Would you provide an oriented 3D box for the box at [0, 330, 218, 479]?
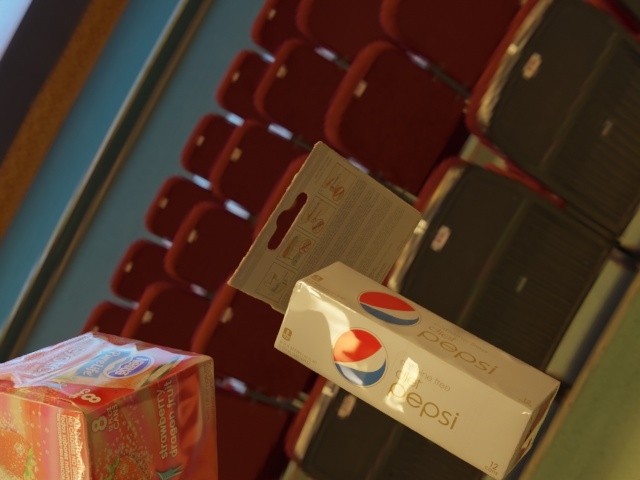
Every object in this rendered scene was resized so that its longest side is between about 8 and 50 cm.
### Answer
[{"bbox_3d":[-0.181,0.242,0.858,0.142,0.154,0.299,7,104,33],"label":"box"}]

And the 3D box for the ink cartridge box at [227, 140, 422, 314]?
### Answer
[{"bbox_3d":[0.000,0.000,1.171,0.056,0.225,0.181,33,91,42],"label":"ink cartridge box"}]

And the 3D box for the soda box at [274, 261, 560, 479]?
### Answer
[{"bbox_3d":[0.075,0.099,0.849,0.074,0.216,0.069,-22,-45,-59],"label":"soda box"}]
